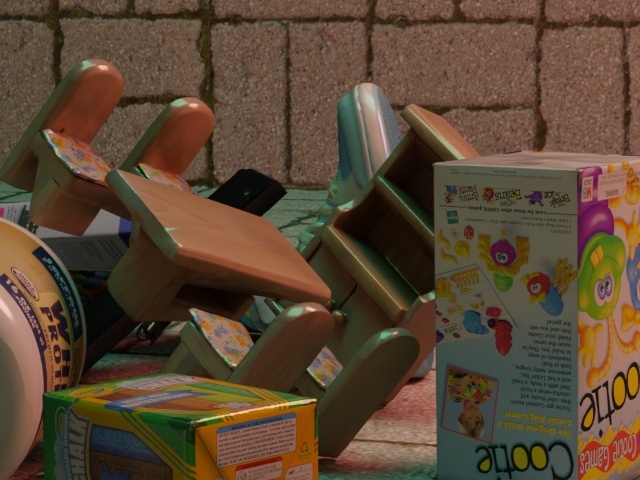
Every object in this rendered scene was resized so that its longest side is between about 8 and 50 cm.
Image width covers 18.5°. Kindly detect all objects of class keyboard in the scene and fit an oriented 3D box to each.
[{"bbox_3d":[-0.159,0.043,2.105,0.317,0.033,0.201,-42,22,-8],"label":"keyboard"}]

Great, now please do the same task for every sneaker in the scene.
[{"bbox_3d":[0.000,0.000,2.102,0.208,0.319,0.127,-7,3,13],"label":"sneaker"}]

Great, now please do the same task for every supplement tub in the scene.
[{"bbox_3d":[-0.325,0.095,1.685,0.228,0.228,0.316,0,8,3],"label":"supplement tub"}]

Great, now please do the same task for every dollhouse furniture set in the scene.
[{"bbox_3d":[-0.017,-0.012,1.823,0.394,0.256,0.362,19,24,-51],"label":"dollhouse furniture set"}]

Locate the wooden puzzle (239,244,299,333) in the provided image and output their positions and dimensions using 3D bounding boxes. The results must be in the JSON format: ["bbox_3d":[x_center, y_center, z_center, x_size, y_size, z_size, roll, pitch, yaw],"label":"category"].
[{"bbox_3d":[-0.040,0.064,2.269,0.238,0.044,0.221,-2,-27,5],"label":"wooden puzzle"}]

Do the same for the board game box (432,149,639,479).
[{"bbox_3d":[0.193,0.068,1.671,0.144,0.275,0.142,5,10,38],"label":"board game box"}]

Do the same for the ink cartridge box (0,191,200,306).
[{"bbox_3d":[-0.254,0.015,2.309,0.311,0.065,0.186,-6,-28,19],"label":"ink cartridge box"}]

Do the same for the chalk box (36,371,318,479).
[{"bbox_3d":[-0.120,0.173,1.459,0.213,0.132,0.132,7,10,42],"label":"chalk box"}]
